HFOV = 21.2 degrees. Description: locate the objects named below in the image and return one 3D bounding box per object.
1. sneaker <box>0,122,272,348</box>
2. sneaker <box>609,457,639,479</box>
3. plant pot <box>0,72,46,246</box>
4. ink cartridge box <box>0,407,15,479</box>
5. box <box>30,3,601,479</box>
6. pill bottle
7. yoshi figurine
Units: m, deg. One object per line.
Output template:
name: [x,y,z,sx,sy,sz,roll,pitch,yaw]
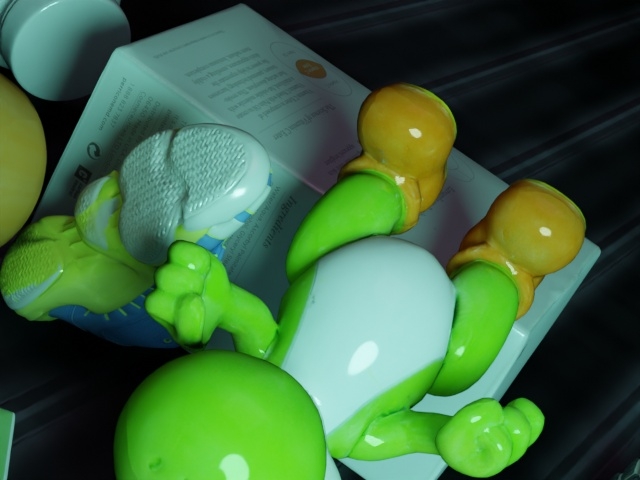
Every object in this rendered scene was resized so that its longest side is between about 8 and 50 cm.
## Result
sneaker: [-0.093,0.004,1.106,0.126,0.240,0.091,32,52,-36]
sneaker: [0.247,0.257,1.175,0.110,0.107,0.275,41,25,-26]
plant pot: [-0.277,-0.062,1.065,0.205,0.205,0.188,43,13,24]
ink cartridge box: [-0.203,0.144,0.851,0.062,0.109,0.209,22,27,-18]
box: [0.000,0.000,1.256,0.345,0.168,0.215,35,26,10]
pill bottle: [-0.248,-0.227,1.431,0.136,0.136,0.245,8,34,-38]
yoshi figurine: [0.004,0.067,0.957,0.203,0.203,0.362,7,48,44]
